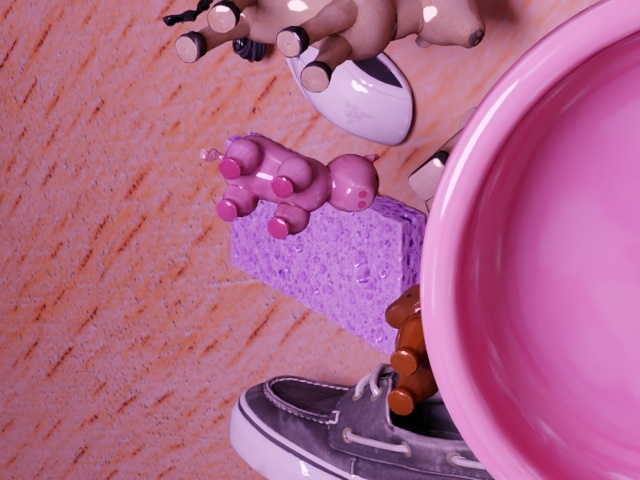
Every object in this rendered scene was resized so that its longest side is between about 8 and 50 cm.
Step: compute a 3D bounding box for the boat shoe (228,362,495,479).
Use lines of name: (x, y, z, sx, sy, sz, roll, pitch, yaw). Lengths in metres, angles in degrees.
boat shoe: (0.072, 0.144, 1.278, 0.335, 0.121, 0.119, 15, 111, 35)

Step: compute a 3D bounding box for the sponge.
sponge: (0.000, 0.000, 1.349, 0.210, 0.031, 0.117, 27, 127, 42)

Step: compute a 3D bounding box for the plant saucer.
plant saucer: (0.219, 0.015, 0.911, 0.084, 0.332, 0.332, -80, -18, -73)

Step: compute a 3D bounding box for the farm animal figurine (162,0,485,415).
farm animal figurine: (0.102, -0.067, 1.076, 0.326, 0.172, 0.330, -17, 107, 35)

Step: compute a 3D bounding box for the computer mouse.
computer mouse: (-0.005, -0.140, 1.278, 0.193, 0.042, 0.106, 44, 136, 30)
